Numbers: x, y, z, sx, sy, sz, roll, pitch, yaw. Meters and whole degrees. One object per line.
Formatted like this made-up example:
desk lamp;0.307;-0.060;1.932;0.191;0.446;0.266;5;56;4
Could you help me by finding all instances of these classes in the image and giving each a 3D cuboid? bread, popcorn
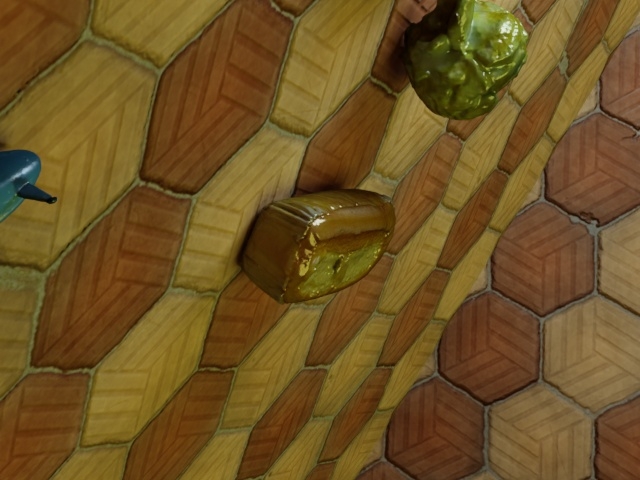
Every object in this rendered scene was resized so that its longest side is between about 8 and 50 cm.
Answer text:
bread;0.000;0.000;1.788;0.288;0.119;0.153;-13;128;-63
popcorn;0.206;-0.283;1.790;0.198;0.198;0.212;-52;135;-15

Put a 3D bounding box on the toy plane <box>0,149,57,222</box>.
toy plane;-0.330;-0.007;1.029;0.271;0.105;0.254;-36;137;-37
